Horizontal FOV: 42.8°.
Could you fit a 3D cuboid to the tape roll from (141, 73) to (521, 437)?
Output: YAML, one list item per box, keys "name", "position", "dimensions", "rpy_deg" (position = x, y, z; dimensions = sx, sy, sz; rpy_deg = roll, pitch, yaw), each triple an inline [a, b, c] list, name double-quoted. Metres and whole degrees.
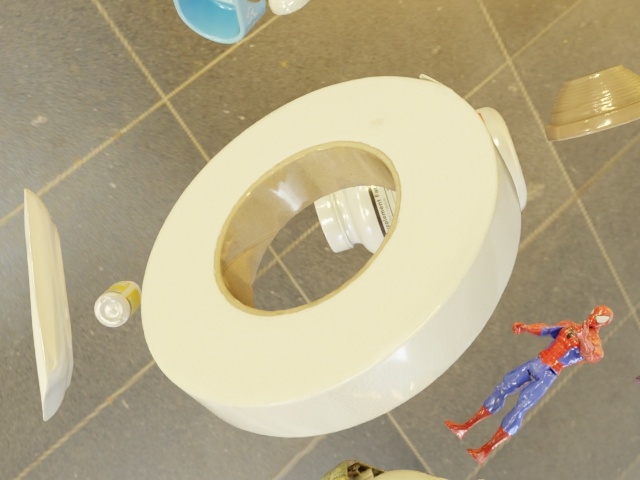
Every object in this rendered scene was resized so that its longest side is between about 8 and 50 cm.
- name: "tape roll"
  position: [0.000, 0.000, 0.804]
  dimensions: [0.392, 0.392, 0.072]
  rpy_deg: [-49, 132, -11]

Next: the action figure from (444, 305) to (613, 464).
- name: "action figure"
  position: [0.286, 0.174, 1.123]
  dimensions: [0.280, 0.091, 0.139]
  rpy_deg: [-42, 134, 1]

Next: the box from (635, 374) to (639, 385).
- name: "box"
  position: [0.484, 0.142, 0.767]
  dimensions: [0.293, 0.057, 0.201]
  rpy_deg: [-33, 83, 9]

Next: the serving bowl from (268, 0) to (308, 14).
- name: "serving bowl"
  position: [-0.051, -0.408, 1.335]
  dimensions: [0.083, 0.083, 0.027]
  rpy_deg: [-49, 137, -11]

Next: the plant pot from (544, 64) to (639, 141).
- name: "plant pot"
  position: [0.566, -0.287, 1.658]
  dimensions: [0.237, 0.237, 0.110]
  rpy_deg: [-20, 97, -22]

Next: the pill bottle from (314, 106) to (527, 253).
- name: "pill bottle"
  position: [0.158, -0.086, 1.330]
  dimensions: [0.323, 0.181, 0.181]
  rpy_deg: [-18, 110, 10]

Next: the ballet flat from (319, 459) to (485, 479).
- name: "ballet flat"
  position: [0.139, 0.314, 0.920]
  dimensions: [0.348, 0.123, 0.123]
  rpy_deg: [16, 92, -26]

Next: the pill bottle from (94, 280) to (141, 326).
- name: "pill bottle"
  position: [-0.367, 0.112, 1.498]
  dimensions: [0.065, 0.116, 0.065]
  rpy_deg: [1, 103, 3]

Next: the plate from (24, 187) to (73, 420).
- name: "plate"
  position: [-0.395, 0.100, 1.186]
  dimensions: [0.045, 0.277, 0.278]
  rpy_deg: [-6, 70, -21]

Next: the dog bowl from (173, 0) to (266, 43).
- name: "dog bowl"
  position: [-0.192, -0.457, 1.437]
  dimensions: [0.166, 0.297, 0.074]
  rpy_deg: [18, 70, 10]
